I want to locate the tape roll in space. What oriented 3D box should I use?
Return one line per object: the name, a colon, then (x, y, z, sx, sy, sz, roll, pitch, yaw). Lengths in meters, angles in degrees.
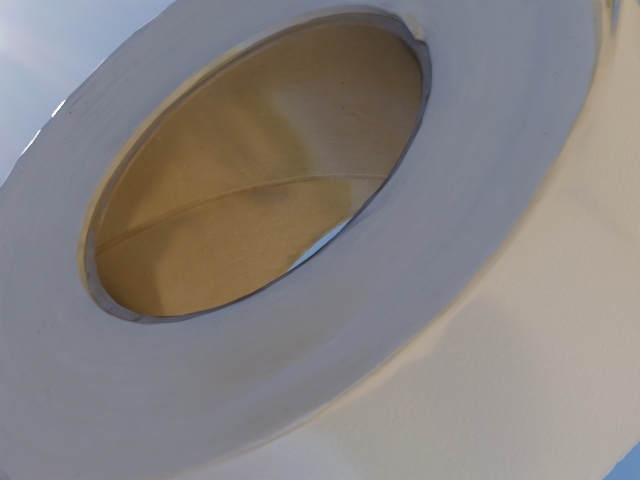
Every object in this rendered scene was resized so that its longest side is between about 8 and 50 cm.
tape roll: (0.000, 0.000, 0.599, 0.100, 0.286, 0.286, 50, -144, -34)
